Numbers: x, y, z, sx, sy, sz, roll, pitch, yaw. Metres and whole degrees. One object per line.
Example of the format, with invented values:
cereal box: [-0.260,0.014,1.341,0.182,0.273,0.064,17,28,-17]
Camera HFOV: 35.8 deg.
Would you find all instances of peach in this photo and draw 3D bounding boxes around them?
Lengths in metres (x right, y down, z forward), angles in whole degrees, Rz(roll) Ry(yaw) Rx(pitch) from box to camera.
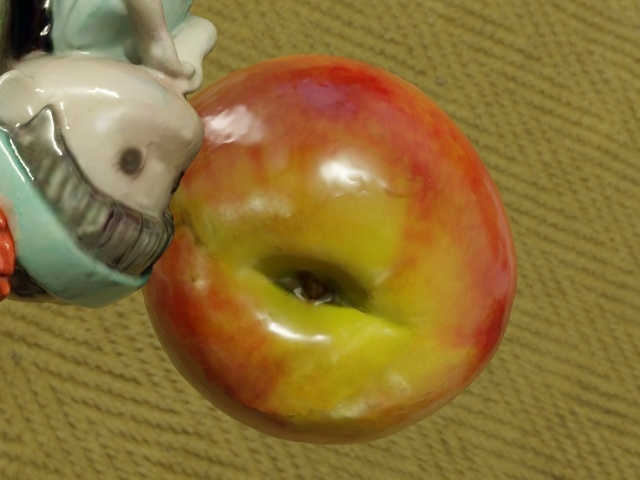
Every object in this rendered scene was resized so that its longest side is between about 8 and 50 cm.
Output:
peach: [0.000,0.000,0.968,0.388,0.388,0.388,2,84,-17]

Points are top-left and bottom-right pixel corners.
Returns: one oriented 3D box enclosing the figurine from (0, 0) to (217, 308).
figurine: [-0.101,-0.088,0.419,0.138,0.110,0.245,20,84,-58]
